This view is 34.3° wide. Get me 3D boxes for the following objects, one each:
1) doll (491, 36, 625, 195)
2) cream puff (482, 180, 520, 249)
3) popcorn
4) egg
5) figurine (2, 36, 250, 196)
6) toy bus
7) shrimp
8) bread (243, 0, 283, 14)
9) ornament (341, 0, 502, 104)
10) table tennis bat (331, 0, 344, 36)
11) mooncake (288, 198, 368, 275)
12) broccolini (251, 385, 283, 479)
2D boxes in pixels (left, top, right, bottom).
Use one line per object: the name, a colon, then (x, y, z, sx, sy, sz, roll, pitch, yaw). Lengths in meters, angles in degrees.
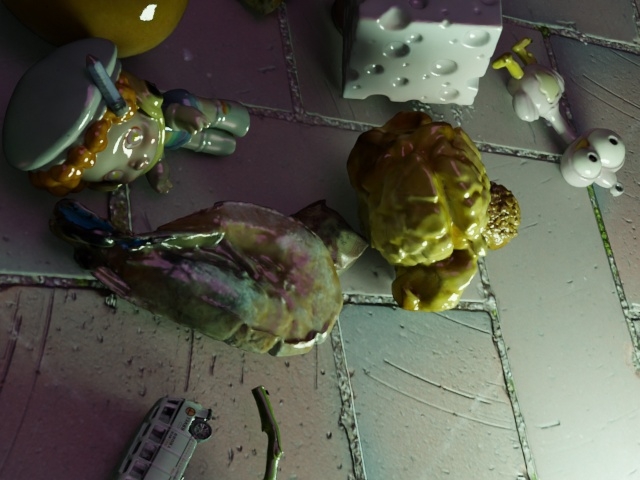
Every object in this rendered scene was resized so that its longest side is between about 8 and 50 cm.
doll: (0.482, -0.234, 2.065, 0.365, 0.094, 0.160, 49, 53, 1)
cream puff: (0.294, -0.050, 1.835, 0.144, 0.103, 0.126, 14, 57, -33)
popcorn: (0.168, -0.051, 1.659, 0.225, 0.265, 0.332, -4, 85, -10)
egg: (-0.348, -0.426, 1.516, 0.351, 0.282, 0.282, 42, 50, 3)
figurine: (-0.287, -0.167, 1.510, 0.382, 0.224, 0.205, 10, 44, -58)
toy bus: (-0.211, 0.287, 1.339, 0.089, 0.087, 0.194, 32, 51, -9)
shrimp: (-0.165, 0.029, 1.483, 0.446, 0.110, 0.221, 18, 69, -21)
bread: (-0.068, -0.529, 1.855, 0.267, 0.130, 0.152, -53, 134, -40)
ornament: (0.168, -0.402, 1.804, 0.240, 0.239, 0.239, 3, 65, -4)
table tennis bat: (0.112, -0.443, 1.994, 0.138, 0.022, 0.246, 47, 52, -3)
mooncake: (0.000, 0.000, 1.640, 0.125, 0.073, 0.130, 49, 48, 2)
broccolini: (-0.114, 0.321, 1.396, 0.123, 0.062, 0.271, 26, 58, -37)
